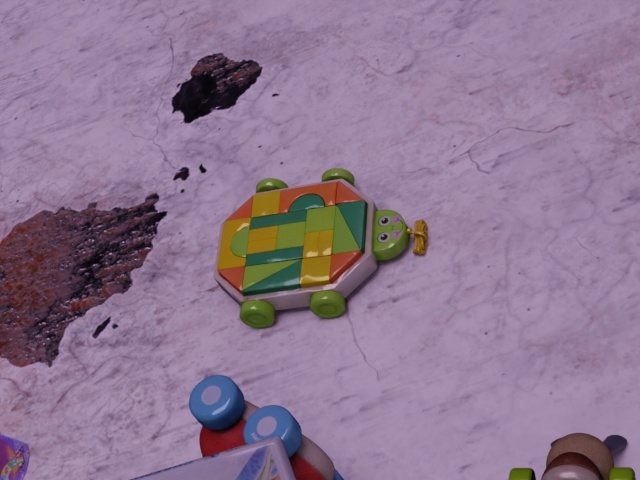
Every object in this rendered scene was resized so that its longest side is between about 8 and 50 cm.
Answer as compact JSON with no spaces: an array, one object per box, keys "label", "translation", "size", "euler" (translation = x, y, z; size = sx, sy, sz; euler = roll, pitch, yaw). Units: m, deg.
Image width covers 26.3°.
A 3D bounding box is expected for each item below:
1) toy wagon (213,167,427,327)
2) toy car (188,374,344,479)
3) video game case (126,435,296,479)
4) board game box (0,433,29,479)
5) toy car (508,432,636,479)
[{"label":"toy wagon","translation":[0.000,0.000,2.193],"size":[0.344,0.068,0.267],"euler":[-9,52,18]},{"label":"toy car","translation":[-0.118,0.350,1.877],"size":[0.210,0.219,0.238],"euler":[24,68,36]},{"label":"video game case","translation":[-0.140,0.449,1.788],"size":[0.300,0.329,0.036],"euler":[-18,5,11]},{"label":"board game box","translation":[-0.550,0.360,2.188],"size":[0.169,0.033,0.133],"euler":[13,61,32]},{"label":"toy car","translation":[0.340,0.313,1.789],"size":[0.155,0.149,0.188],"euler":[-3,25,18]}]
